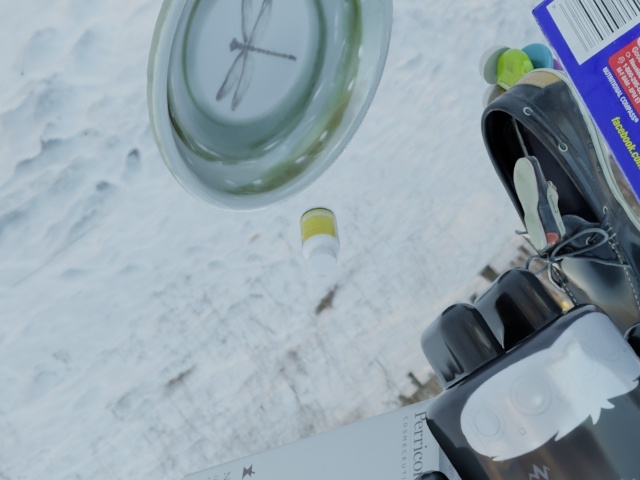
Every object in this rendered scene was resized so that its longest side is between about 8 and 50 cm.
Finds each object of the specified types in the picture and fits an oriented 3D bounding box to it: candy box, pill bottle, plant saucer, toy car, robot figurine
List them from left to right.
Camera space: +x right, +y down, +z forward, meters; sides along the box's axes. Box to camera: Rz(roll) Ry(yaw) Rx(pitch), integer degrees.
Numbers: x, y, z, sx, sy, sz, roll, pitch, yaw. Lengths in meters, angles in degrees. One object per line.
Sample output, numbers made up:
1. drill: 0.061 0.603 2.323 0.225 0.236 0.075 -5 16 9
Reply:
1. plant saucer: -0.071 -0.235 1.010 0.400 0.100 0.400 -31 137 -34
2. pill bottle: 0.000 0.000 1.360 0.065 0.116 0.065 -3 132 -4
3. toy car: 0.385 -0.284 1.487 0.136 0.159 0.182 -30 136 -11
4. robot figurine: 0.193 0.162 0.633 0.209 0.278 0.173 -39 166 23
5. candy box: 0.350 -0.091 0.686 0.122 0.268 0.317 -35 155 33

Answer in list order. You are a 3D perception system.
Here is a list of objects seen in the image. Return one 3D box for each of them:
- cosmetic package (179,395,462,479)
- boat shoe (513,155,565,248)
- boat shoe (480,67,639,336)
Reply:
1. cosmetic package: 0.014 0.327 0.837 0.385 0.156 0.217 -29 -139 33
2. boat shoe: 0.287 -0.053 1.047 0.043 0.137 0.049 -26 -152 -9
3. boat shoe: 0.383 -0.014 1.219 0.156 0.500 0.187 -23 180 -30
